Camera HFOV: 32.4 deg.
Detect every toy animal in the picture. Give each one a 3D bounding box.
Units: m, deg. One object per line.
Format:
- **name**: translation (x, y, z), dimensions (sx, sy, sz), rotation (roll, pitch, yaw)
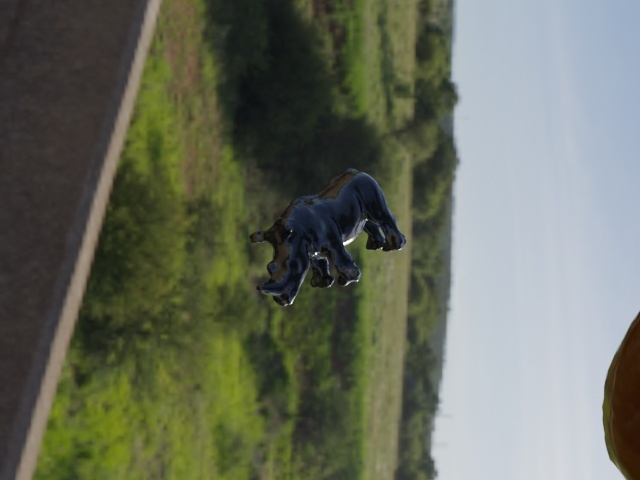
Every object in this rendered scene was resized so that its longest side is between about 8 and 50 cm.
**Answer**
- **toy animal**: translation (0.000, 0.000, 0.721), dimensions (0.135, 0.047, 0.065), rotation (-35, 106, -40)

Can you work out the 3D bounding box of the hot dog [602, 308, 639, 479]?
- **hot dog**: translation (0.284, 0.030, 0.377), dimensions (0.405, 0.185, 0.223), rotation (9, -78, 57)
